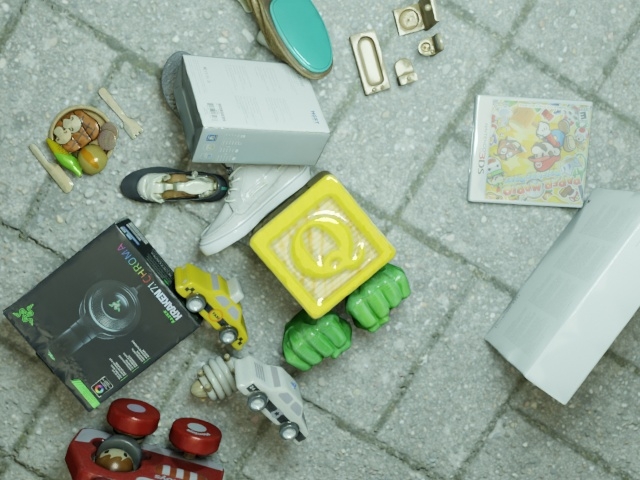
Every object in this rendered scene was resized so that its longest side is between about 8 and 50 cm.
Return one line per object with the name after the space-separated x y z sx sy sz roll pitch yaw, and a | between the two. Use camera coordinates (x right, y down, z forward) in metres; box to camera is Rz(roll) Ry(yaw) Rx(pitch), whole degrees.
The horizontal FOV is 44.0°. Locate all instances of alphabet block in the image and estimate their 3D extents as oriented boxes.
0.000 0.000 1.447 0.193 0.197 0.192 -41 97 3 | alphabet block

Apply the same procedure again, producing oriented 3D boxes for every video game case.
0.404 -0.172 1.532 0.227 0.026 0.206 3 97 -3 | video game case

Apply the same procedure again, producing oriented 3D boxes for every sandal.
-0.213 -0.234 1.485 0.097 0.054 0.254 -32 108 1 | sandal

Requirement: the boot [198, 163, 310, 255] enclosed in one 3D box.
-0.148 -0.095 1.465 0.258 0.095 0.123 -41 114 -11 | boot

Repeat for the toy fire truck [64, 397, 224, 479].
-0.320 0.427 1.454 0.302 0.254 0.169 18 95 -5 | toy fire truck

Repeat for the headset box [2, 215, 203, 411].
-0.403 0.139 1.478 0.283 0.131 0.246 -37 97 3 | headset box

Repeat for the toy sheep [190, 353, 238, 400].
-0.190 0.262 1.525 0.132 0.091 0.091 -26 98 -12 | toy sheep

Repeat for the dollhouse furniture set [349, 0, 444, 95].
0.141 -0.358 1.448 0.151 0.123 0.144 -16 97 -1 | dollhouse furniture set

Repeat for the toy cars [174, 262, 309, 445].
-0.127 0.193 1.453 0.087 0.176 0.393 -36 77 8 | toy cars

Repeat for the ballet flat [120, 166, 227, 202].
-0.277 -0.103 1.486 0.203 0.074 0.074 1 97 -3 | ballet flat

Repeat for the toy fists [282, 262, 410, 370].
0.047 0.143 1.494 0.279 0.142 0.096 -34 97 2 | toy fists

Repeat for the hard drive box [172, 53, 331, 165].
-0.122 -0.226 1.382 0.232 0.089 0.181 -1 52 -25 | hard drive box

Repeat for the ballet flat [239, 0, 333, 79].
-0.095 -0.430 1.432 0.116 0.124 0.342 -34 94 -33 | ballet flat

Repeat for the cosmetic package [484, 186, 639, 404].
0.474 0.084 1.437 0.097 0.284 0.377 35 94 -8 | cosmetic package

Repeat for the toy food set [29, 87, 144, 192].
-0.444 -0.189 1.482 0.192 0.038 0.132 -39 97 2 | toy food set
